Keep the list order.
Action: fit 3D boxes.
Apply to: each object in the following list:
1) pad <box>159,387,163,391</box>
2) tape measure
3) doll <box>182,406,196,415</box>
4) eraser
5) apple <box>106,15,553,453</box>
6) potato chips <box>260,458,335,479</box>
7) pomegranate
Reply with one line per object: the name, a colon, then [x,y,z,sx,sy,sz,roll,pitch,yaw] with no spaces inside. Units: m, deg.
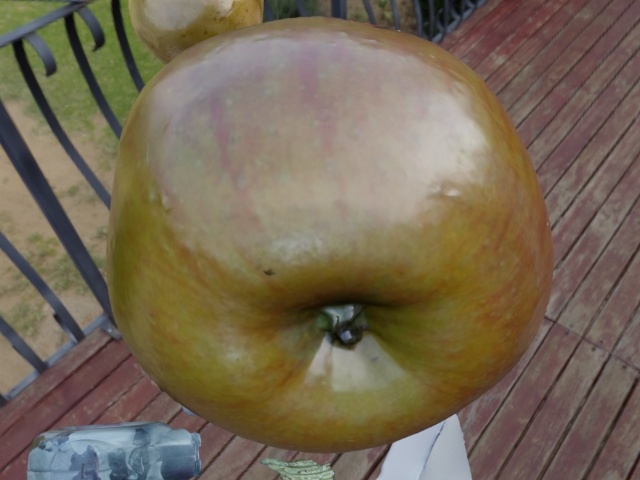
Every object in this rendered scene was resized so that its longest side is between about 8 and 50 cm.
pad: [-0.475,0.249,1.781,0.063,0.315,0.375,-12,9,10]
tape measure: [-0.389,0.412,1.079,0.275,0.256,0.147,-17,70,42]
doll: [-0.152,0.204,0.968,0.105,0.336,0.200,30,59,-26]
eraser: [0.293,0.683,1.711,0.149,0.331,0.331,-6,40,45]
apple: [0.000,0.000,0.534,0.400,0.401,0.333,6,18,6]
potato chips: [-0.048,0.577,1.461,0.207,0.028,0.092,18,27,-30]
pomegranate: [-0.175,-0.320,0.828,0.196,0.196,0.196,-1,51,1]
